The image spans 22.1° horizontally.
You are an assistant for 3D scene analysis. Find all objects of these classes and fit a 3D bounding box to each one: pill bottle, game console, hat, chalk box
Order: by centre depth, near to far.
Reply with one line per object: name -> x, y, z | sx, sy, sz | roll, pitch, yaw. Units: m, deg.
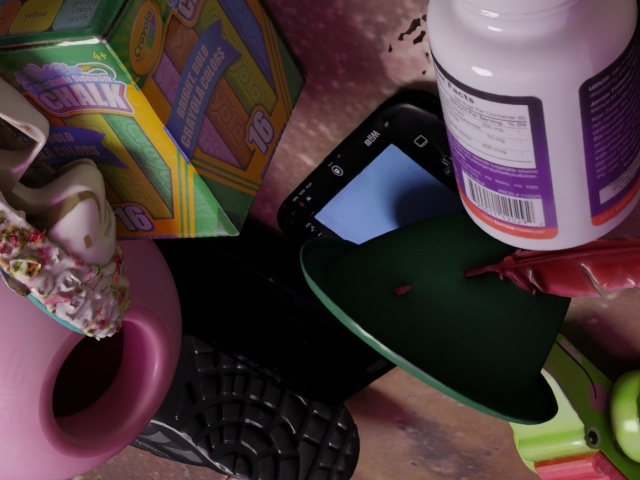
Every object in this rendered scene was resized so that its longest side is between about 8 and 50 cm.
pill bottle -> 0.114, -0.093, 0.858 | 0.108, 0.108, 0.193 | 8, 144, 20
chalk box -> -0.124, -0.115, 0.940 | 0.132, 0.132, 0.213 | -2, 140, 32
hat -> 0.121, -0.010, 0.959 | 0.208, 0.173, 0.184 | 30, 107, -8
game console -> 0.000, 0.000, 1.113 | 0.213, 0.044, 0.361 | 30, 145, -13

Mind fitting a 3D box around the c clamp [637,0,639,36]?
c clamp -> 0.228, -0.107, 0.857 | 0.137, 0.022, 0.161 | 23, 148, 8

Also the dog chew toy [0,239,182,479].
dog chew toy -> -0.251, 0.033, 1.152 | 0.332, 0.206, 0.207 | 27, 155, 39

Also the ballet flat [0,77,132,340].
ballet flat -> -0.168, -0.031, 0.897 | 0.077, 0.091, 0.241 | -30, 129, 20

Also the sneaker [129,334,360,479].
sneaker -> -0.098, 0.136, 1.333 | 0.283, 0.107, 0.124 | 18, 161, 12

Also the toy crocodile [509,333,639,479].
toy crocodile -> 0.229, 0.183, 1.184 | 0.115, 0.105, 0.340 | -13, 133, 41
